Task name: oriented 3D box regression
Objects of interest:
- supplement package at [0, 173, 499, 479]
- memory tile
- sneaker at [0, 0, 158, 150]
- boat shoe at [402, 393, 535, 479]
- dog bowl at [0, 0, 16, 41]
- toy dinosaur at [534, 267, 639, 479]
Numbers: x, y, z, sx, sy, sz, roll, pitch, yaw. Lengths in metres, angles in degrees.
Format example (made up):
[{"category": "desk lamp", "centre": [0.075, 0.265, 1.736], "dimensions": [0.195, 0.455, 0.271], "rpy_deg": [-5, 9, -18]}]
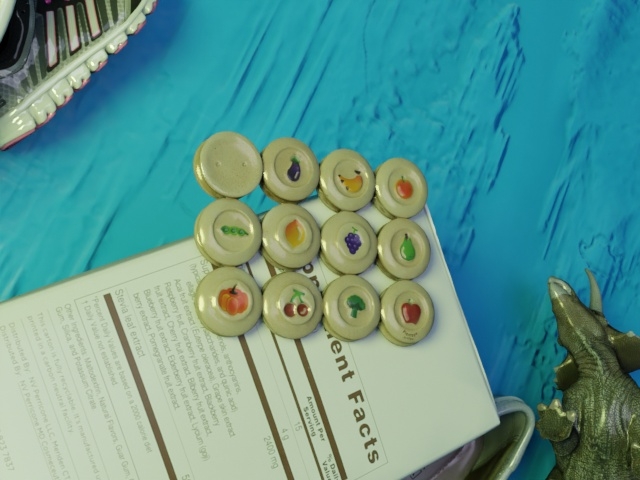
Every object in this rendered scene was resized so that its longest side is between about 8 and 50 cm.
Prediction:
[{"category": "supplement package", "centre": [-0.074, 0.087, 0.588], "dimensions": [0.293, 0.177, 0.175], "rpy_deg": [-20, 92, -31]}, {"category": "memory tile", "centre": [0.000, 0.000, 0.535], "dimensions": [0.148, 0.012, 0.113], "rpy_deg": [6, 76, -28]}, {"category": "sneaker", "centre": [-0.172, -0.140, 0.626], "dimensions": [0.075, 0.063, 0.170], "rpy_deg": [47, 69, -24]}, {"category": "boat shoe", "centre": [0.029, 0.221, 0.675], "dimensions": [0.320, 0.103, 0.118], "rpy_deg": [-41, 104, -28]}, {"category": "dog bowl", "centre": [-0.295, -0.168, 0.487], "dimensions": [0.265, 0.104, 0.264], "rpy_deg": [-12, 108, -43]}, {"category": "toy dinosaur", "centre": [0.220, 0.189, 0.776], "dimensions": [0.160, 0.121, 0.313], "rpy_deg": [-12, 106, -66]}]
